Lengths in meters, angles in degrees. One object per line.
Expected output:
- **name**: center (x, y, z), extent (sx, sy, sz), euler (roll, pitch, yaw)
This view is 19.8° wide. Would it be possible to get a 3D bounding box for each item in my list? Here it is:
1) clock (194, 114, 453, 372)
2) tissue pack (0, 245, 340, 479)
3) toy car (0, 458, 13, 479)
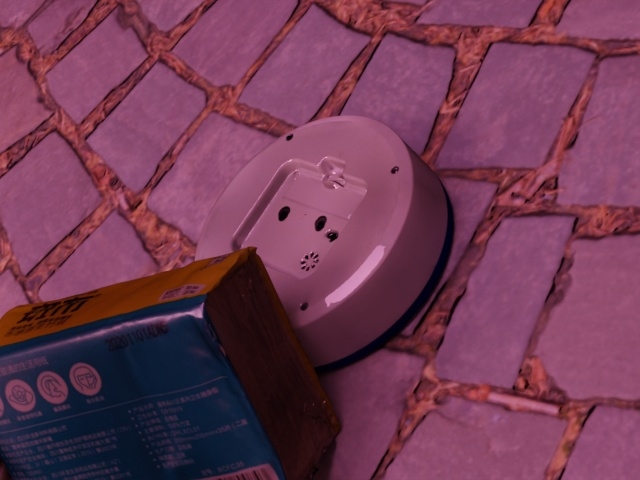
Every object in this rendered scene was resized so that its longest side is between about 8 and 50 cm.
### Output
- **clock**: center (0.000, 0.000, 1.607), extent (0.230, 0.083, 0.230), euler (-21, 46, 23)
- **tissue pack**: center (-0.142, 0.128, 1.522), extent (0.271, 0.192, 0.134), euler (-14, 18, 30)
- **toy car**: center (-0.344, 0.230, 1.564), extent (0.181, 0.270, 0.212), euler (-8, 44, 32)
